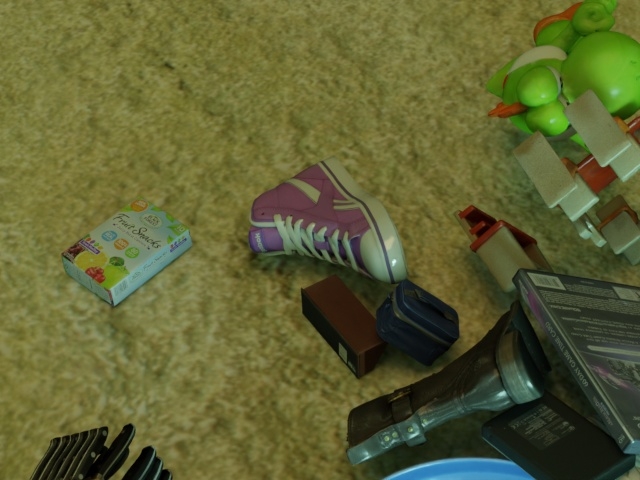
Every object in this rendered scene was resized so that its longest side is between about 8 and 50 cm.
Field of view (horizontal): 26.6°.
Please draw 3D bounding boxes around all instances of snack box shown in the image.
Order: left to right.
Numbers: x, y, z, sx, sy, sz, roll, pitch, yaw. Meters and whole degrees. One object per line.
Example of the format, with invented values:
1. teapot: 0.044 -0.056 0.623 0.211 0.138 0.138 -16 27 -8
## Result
1. snack box: -0.253 0.012 1.763 0.100 0.037 0.141 33 57 30

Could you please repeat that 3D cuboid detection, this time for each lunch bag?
1. lunch bag: 0.115 0.092 1.594 0.098 0.065 0.067 33 26 -18

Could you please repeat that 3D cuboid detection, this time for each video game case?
1. video game case: 0.351 0.137 1.516 0.196 0.026 0.274 9 36 -30

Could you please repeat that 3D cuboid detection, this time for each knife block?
1. knife block: -0.246 0.328 1.400 0.088 0.242 0.275 -17 70 33

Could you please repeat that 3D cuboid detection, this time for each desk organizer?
1. desk organizer: 0.031 0.102 1.641 0.050 0.047 0.130 -25 49 -21

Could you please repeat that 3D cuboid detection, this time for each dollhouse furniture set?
1. dollhouse furniture set: 0.301 -0.055 1.634 0.259 0.262 0.135 -40 57 18

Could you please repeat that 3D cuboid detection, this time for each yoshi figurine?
1. yoshi figurine: 0.343 -0.207 1.722 0.203 0.203 0.362 36 21 2

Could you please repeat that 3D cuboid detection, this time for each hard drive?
1. hard drive: 0.249 0.215 1.418 0.094 0.022 0.135 -25 40 -27

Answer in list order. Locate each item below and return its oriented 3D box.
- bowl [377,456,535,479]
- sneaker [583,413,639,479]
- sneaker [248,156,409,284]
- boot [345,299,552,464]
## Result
1. bowl: 0.158 0.394 1.326 0.391 0.077 0.391 -3 45 3
2. sneaker: 0.343 0.255 1.435 0.115 0.090 0.232 -31 52 -27
3. sneaker: 0.000 0.001 1.696 0.161 0.102 0.282 -23 28 -11
4. boot: 0.136 0.163 1.522 0.229 0.091 0.263 -25 2 15
